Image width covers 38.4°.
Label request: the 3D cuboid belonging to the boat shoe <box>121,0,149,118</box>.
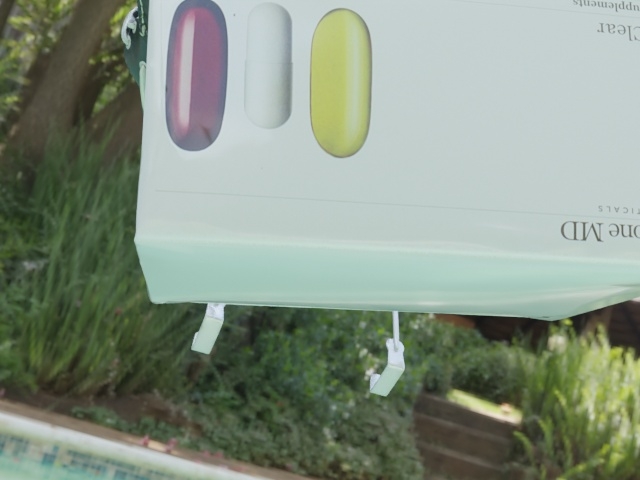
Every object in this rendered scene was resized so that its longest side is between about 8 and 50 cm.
[{"bbox_3d":[-0.136,-0.165,0.840,0.091,0.114,0.302,5,-55,18],"label":"boat shoe"}]

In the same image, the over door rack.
[{"bbox_3d":[0.000,0.000,1.096,0.240,0.324,0.108,16,-37,-12],"label":"over door rack"}]

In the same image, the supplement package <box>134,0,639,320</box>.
[{"bbox_3d":[0.039,-0.042,0.495,0.262,0.145,0.204,2,-11,-8],"label":"supplement package"}]
